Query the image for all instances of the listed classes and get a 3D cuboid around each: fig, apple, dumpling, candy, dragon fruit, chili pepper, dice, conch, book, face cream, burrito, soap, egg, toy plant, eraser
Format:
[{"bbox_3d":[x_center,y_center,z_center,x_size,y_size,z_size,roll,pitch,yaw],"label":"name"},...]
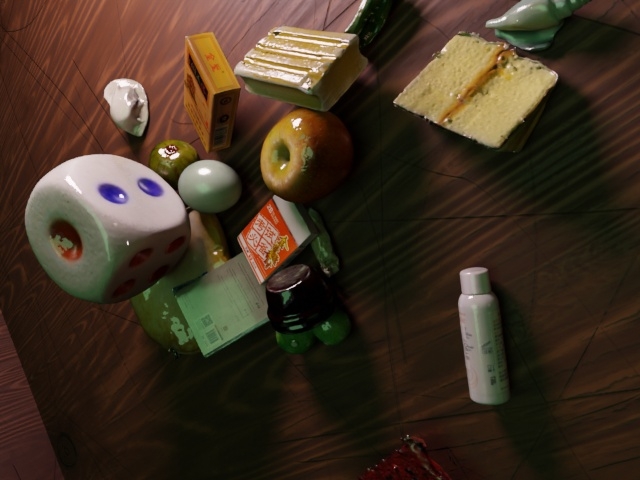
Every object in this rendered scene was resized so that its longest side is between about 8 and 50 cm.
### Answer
[{"bbox_3d":[-0.445,-0.191,1.435,0.151,0.151,0.259,46,148,21],"label":"fig"},{"bbox_3d":[-0.028,-0.193,1.078,0.235,0.173,0.210,-4,93,47],"label":"apple"},{"bbox_3d":[-0.634,-0.444,1.533,0.150,0.092,0.176,-32,73,21],"label":"dumpling"},{"bbox_3d":[-0.365,0.154,1.340,0.136,0.038,0.088,-25,86,18],"label":"candy"},{"bbox_3d":[0.218,0.613,1.067,0.282,0.100,0.343,48,124,18],"label":"dragon fruit"},{"bbox_3d":[0.114,-0.499,0.982,0.073,0.072,0.204,49,123,22],"label":"chili pepper"},{"bbox_3d":[-0.557,-0.034,1.247,0.304,0.304,0.277,41,114,9],"label":"dice"},{"bbox_3d":[0.386,-0.390,0.817,0.180,0.088,0.065,0,54,43],"label":"conch"},{"bbox_3d":[-0.246,0.166,1.289,0.282,0.025,0.215,-29,79,2],"label":"book"},{"bbox_3d":[0.325,0.187,0.934,0.082,0.082,0.269,-7,93,37],"label":"face cream"},{"bbox_3d":[-0.001,0.000,1.163,0.058,0.045,0.188,-28,77,20],"label":"burrito"},{"bbox_3d":[-0.049,-0.394,1.047,0.274,0.089,0.173,28,72,39],"label":"soap"},{"bbox_3d":[-0.308,-0.150,1.297,0.192,0.149,0.149,3,99,30],"label":"egg"},{"bbox_3d":[-0.041,0.185,1.157,0.218,0.175,0.235,-10,117,31],"label":"toy plant"},{"bbox_3d":[-0.117,-0.012,1.205,0.230,0.038,0.157,-44,64,31],"label":"eraser"}]

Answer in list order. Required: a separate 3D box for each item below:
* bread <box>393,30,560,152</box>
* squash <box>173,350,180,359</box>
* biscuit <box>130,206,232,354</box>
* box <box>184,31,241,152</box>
[{"bbox_3d":[0.284,-0.284,0.853,0.240,0.135,0.178,36,116,29],"label":"bread"},{"bbox_3d":[-0.540,0.246,1.572,0.087,0.087,0.332,-31,79,35],"label":"squash"},{"bbox_3d":[-0.429,0.128,1.443,0.429,0.104,0.446,-29,82,21],"label":"biscuit"},{"bbox_3d":[-0.291,-0.377,1.219,0.174,0.076,0.274,62,156,10],"label":"box"}]
